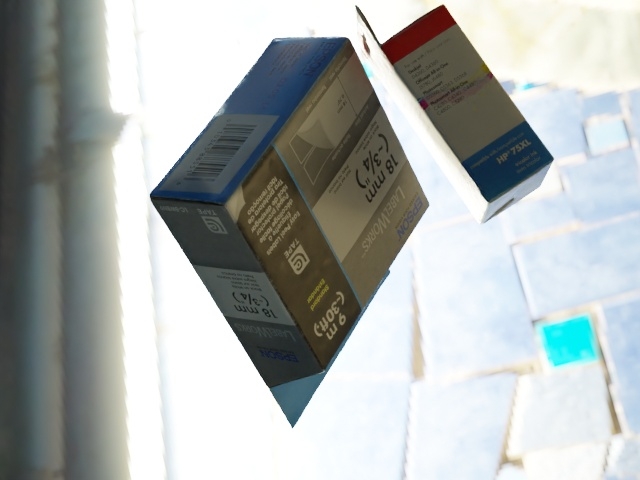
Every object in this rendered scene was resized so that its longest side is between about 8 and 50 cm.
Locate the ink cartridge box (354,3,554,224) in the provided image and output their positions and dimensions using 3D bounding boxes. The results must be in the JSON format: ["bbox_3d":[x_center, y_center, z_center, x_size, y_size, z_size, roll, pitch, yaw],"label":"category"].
[{"bbox_3d":[0.126,-0.138,1.385,0.231,0.078,0.134,56,177,9],"label":"ink cartridge box"}]

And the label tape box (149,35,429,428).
[{"bbox_3d":[0.000,0.000,1.410,0.240,0.106,0.333,-56,-46,-32],"label":"label tape box"}]
